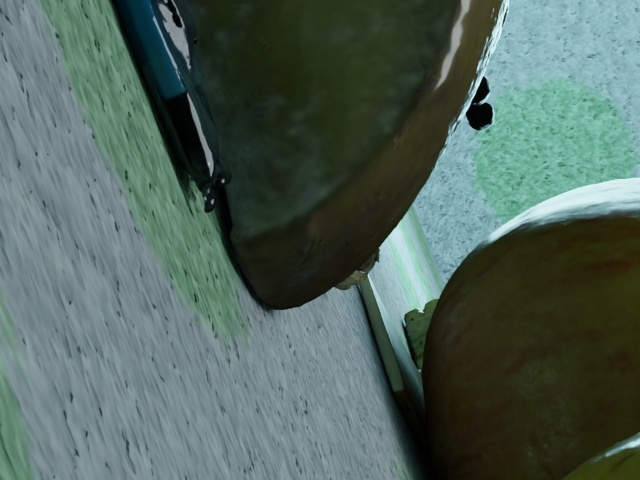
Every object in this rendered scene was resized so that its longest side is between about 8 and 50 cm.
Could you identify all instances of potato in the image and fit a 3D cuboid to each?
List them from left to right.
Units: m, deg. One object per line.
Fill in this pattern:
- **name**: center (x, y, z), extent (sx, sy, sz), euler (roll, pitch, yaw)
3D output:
- **potato**: center (0.035, -0.093, 0.981), extent (0.211, 0.189, 0.264), euler (61, 9, -60)

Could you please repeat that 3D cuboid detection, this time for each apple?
- **apple**: center (0.257, 0.143, 1.469), extent (0.400, 0.333, 0.400), euler (-19, 90, -80)

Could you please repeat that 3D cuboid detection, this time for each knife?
- **knife**: center (-0.092, -0.152, 0.817), extent (0.297, 0.026, 0.044), euler (69, 17, 0)

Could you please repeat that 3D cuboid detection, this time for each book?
- **book**: center (0.067, 0.109, 1.514), extent (0.172, 0.012, 0.118), euler (62, 9, -53)

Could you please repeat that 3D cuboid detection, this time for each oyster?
- **oyster**: center (0.000, 0.000, 1.224), extent (0.083, 0.038, 0.081), euler (5, 50, -56)

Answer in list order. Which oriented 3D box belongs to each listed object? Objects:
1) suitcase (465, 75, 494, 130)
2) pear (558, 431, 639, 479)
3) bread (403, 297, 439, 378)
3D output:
- **suitcase**: center (0.032, -0.246, 1.802), extent (0.229, 0.152, 0.335), euler (28, 40, -84)
- **pear**: center (0.239, 0.247, 0.968), extent (0.348, 0.348, 0.348), euler (-21, 90, -85)
- **bread**: center (0.145, 0.117, 1.797), extent (0.156, 0.110, 0.103), euler (-104, 177, -50)
